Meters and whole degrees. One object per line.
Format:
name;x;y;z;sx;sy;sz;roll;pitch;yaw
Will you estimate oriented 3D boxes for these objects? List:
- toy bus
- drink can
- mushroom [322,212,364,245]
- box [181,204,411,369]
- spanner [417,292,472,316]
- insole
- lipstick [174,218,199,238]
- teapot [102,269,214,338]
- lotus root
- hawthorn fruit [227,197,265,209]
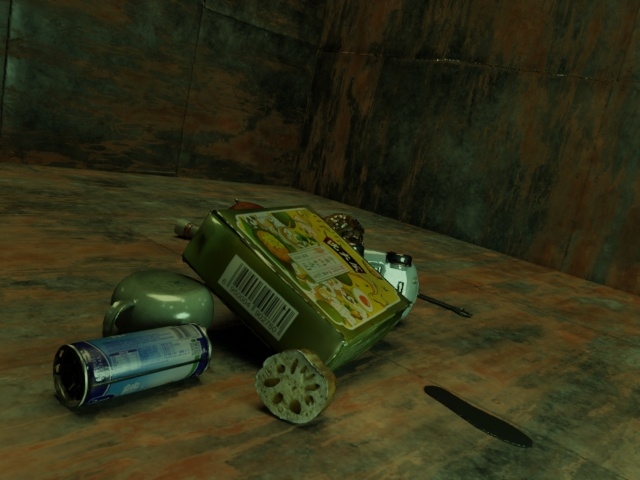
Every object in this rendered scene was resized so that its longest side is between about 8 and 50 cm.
toy bus;0.118;0.107;1.560;0.287;0.194;0.232;11;3;-4
drink can;-0.291;0.193;0.910;0.097;0.097;0.235;20;14;35
mushroom;0.007;0.010;1.882;0.283;0.195;0.263;-6;22;-6
box;-0.031;0.091;1.237;0.373;0.138;0.420;43;21;17
spanner;0.385;0.202;1.802;0.208;0.012;0.046;20;15;37
insole;0.291;0.330;1.081;0.080;0.003;0.232;2;15;-43
lipstick;-0.409;-0.017;1.959;0.186;0.057;0.063;21;13;15
teapot;-0.305;0.138;1.099;0.193;0.130;0.294;17;14;22
lotus root;-0.038;0.235;0.934;0.122;0.112;0.081;47;9;11
hawthorn fruit;-0.199;0.000;1.554;0.224;0.261;0.224;-5;-17;-2
